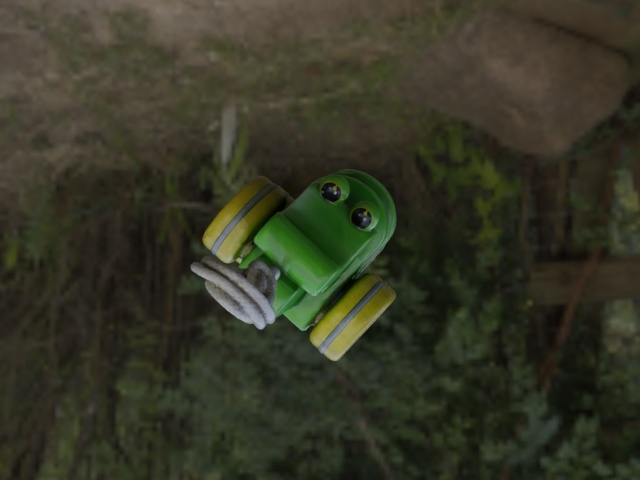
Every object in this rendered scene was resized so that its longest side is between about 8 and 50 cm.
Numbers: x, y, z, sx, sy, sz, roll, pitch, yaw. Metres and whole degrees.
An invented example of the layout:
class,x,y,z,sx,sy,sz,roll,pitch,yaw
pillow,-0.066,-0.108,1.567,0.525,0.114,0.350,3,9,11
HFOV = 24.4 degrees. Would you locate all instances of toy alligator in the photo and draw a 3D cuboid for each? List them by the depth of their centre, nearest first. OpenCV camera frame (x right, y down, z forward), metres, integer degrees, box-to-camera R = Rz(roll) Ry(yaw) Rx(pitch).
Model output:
class,x,y,z,sx,sy,sz,roll,pitch,yaw
toy alligator,0.000,0.000,0.448,0.056,0.051,0.190,42,-179,4
